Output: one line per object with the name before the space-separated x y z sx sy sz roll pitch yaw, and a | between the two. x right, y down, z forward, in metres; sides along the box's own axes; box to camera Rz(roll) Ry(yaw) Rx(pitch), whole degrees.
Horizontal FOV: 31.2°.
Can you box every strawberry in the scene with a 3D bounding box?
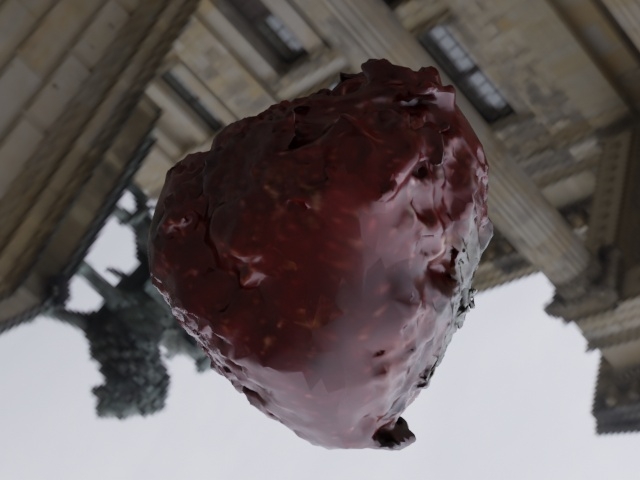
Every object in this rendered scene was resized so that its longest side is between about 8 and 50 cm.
strawberry | 0.000 0.000 0.780 0.274 0.220 0.274 17 90 -80
